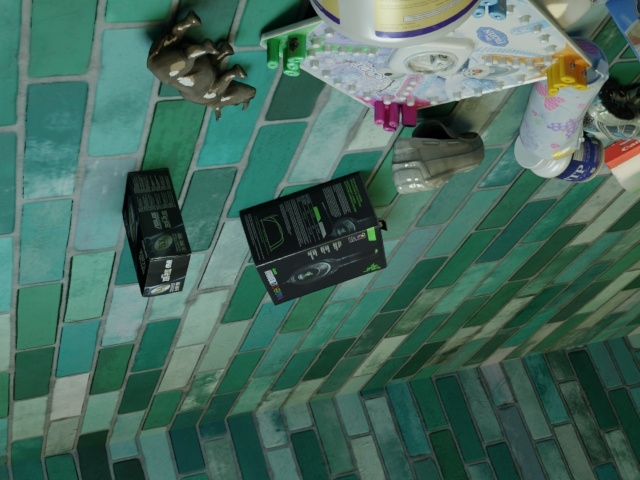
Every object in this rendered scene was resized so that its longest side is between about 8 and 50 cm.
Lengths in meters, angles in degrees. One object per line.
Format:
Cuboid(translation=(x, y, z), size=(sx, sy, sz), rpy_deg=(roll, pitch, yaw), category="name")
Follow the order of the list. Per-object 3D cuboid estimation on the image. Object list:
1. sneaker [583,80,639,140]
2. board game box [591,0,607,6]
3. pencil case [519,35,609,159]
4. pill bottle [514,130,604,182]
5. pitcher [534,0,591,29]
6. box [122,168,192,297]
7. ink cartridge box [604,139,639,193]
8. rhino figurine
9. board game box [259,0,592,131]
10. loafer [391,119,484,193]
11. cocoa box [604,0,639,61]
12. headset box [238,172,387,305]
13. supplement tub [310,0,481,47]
Cuboid(translation=(0.614, -0.257, 1.958), size=(0.283, 0.110, 0.122), rpy_deg=(10, 157, -37), category="sneaker")
Cuboid(translation=(0.489, -0.432, 1.565), size=(0.090, 0.020, 0.090), rpy_deg=(-18, 156, -3), category="board game box")
Cuboid(translation=(0.450, -0.259, 1.774), size=(0.113, 0.124, 0.273), rpy_deg=(-49, 161, -19), category="pencil case")
Cuboid(translation=(0.496, -0.183, 1.984), size=(0.187, 0.112, 0.112), rpy_deg=(4, 148, -39), category="pill bottle")
Cuboid(translation=(0.310, -0.359, 1.480), size=(0.207, 0.125, 0.178), rpy_deg=(-15, 162, 16), category="pitcher")
Cuboid(translation=(-0.295, -0.012, 1.698), size=(0.078, 0.180, 0.147), rpy_deg=(-9, 154, -21), category="box")
Cuboid(translation=(0.767, -0.197, 2.224), size=(0.181, 0.056, 0.225), rpy_deg=(-31, 155, 25), category="ink cartridge box")
Cuboid(translation=(-0.171, -0.247, 1.425), size=(0.106, 0.073, 0.243), rpy_deg=(-29, 155, 13), category="rhino figurine")
Cuboid(translation=(0.171, -0.275, 1.474), size=(0.390, 0.050, 0.390), rpy_deg=(-9, 164, 33), category="board game box")
Cuboid(translation=(0.223, -0.172, 1.765), size=(0.112, 0.111, 0.319), rpy_deg=(-7, -168, 29), category="loafer")
Cuboid(translation=(0.693, -0.350, 1.611), size=(0.231, 0.228, 0.347), rpy_deg=(-38, 153, 32), category="cocoa box")
Cuboid(translation=(0.000, 0.000, 1.995), size=(0.283, 0.131, 0.246), rpy_deg=(-19, 156, -1), category="headset box")
Cuboid(translation=(0.085, -0.403, 1.073), size=(0.241, 0.241, 0.331), rpy_deg=(-17, 156, -3), category="supplement tub")
